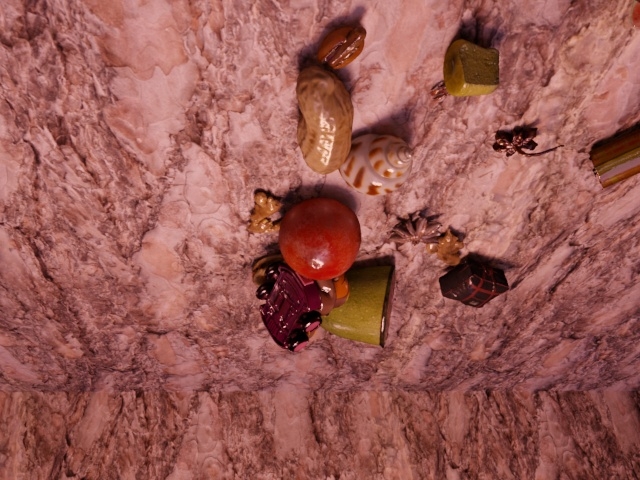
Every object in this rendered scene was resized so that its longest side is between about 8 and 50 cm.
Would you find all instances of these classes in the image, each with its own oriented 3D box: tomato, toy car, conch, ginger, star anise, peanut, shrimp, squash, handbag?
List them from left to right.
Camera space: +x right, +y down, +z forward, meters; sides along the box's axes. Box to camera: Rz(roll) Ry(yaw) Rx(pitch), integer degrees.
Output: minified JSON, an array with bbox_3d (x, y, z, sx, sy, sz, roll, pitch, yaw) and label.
[{"bbox_3d":[-0.176,-0.074,1.928,0.176,0.053,0.193,-32,139,28],"label":"ginger"},{"bbox_3d":[-0.054,0.206,2.096,0.240,0.271,0.341,-14,148,-39],"label":"toy car"},{"bbox_3d":[0.000,0.000,1.880,0.264,0.265,0.265,-2,147,-2],"label":"tomato"},{"bbox_3d":[0.006,-0.302,1.523,0.153,0.140,0.325,30,150,28],"label":"peanut"},{"bbox_3d":[0.111,0.220,2.243,0.308,0.311,0.310,9,149,11],"label":"squash"},{"bbox_3d":[0.163,-0.209,1.663,0.182,0.149,0.275,12,147,-29],"label":"conch"},{"bbox_3d":[0.320,-0.028,2.039,0.195,0.065,0.182,-14,150,17],"label":"star anise"},{"bbox_3d":[0.314,-0.381,1.525,0.038,0.029,0.092,25,141,-37],"label":"shrimp"},{"bbox_3d":[0.459,0.033,2.144,0.133,0.059,0.214,-21,141,33],"label":"ginger"},{"bbox_3d":[0.577,0.158,2.258,0.215,0.155,0.169,17,133,-27],"label":"handbag"},{"bbox_3d":[0.575,-0.268,1.678,0.190,0.070,0.097,-4,138,24],"label":"star anise"}]

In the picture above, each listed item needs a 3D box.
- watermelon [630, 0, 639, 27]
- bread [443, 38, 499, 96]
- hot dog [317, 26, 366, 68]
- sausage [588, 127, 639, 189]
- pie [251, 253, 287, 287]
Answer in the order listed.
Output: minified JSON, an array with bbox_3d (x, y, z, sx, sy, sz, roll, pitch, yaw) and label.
[{"bbox_3d":[0.742,-0.509,1.335,0.092,0.072,0.084,-16,162,11],"label":"watermelon"},{"bbox_3d":[0.350,-0.401,1.420,0.114,0.129,0.111,1,-177,-15],"label":"bread"},{"bbox_3d":[0.054,-0.441,1.381,0.140,0.060,0.089,-30,143,29],"label":"hot dog"},{"bbox_3d":[0.913,-0.265,1.683,0.317,0.117,0.125,-29,154,30],"label":"sausage"},{"bbox_3d":[-0.150,0.124,2.202,0.205,0.084,0.179,-25,141,22],"label":"pie"}]
